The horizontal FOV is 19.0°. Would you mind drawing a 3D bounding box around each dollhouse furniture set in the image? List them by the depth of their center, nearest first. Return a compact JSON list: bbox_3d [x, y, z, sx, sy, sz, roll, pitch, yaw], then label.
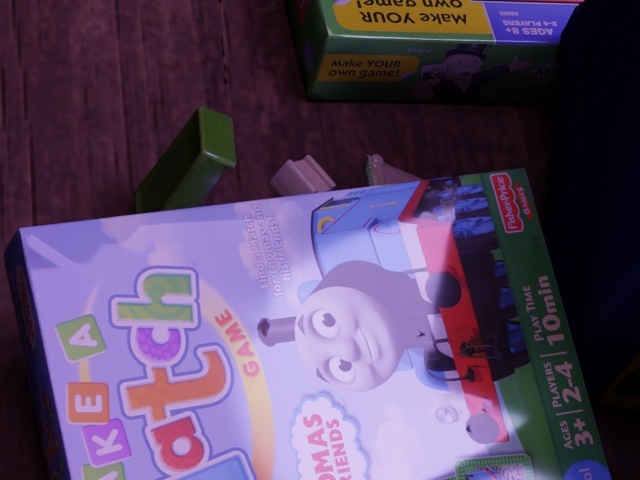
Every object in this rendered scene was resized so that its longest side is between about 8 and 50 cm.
[{"bbox_3d":[0.000,0.000,0.824,0.151,0.058,0.076,21,36,-25],"label":"dollhouse furniture set"}]

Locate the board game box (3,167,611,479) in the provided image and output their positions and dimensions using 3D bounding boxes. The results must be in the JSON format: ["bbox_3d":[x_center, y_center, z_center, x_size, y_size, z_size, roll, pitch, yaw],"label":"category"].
[{"bbox_3d":[-0.001,0.062,0.726,0.211,0.039,0.160,-8,74,-21],"label":"board game box"}]

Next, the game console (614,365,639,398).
[{"bbox_3d":[0.181,0.038,0.645,0.107,0.122,0.071,38,51,-24],"label":"game console"}]

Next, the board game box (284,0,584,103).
[{"bbox_3d":[0.130,-0.160,0.987,0.317,0.046,0.213,0,49,-17],"label":"board game box"}]

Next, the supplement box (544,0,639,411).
[{"bbox_3d":[0.290,-0.023,0.790,0.356,0.194,0.195,12,62,-7],"label":"supplement box"}]
